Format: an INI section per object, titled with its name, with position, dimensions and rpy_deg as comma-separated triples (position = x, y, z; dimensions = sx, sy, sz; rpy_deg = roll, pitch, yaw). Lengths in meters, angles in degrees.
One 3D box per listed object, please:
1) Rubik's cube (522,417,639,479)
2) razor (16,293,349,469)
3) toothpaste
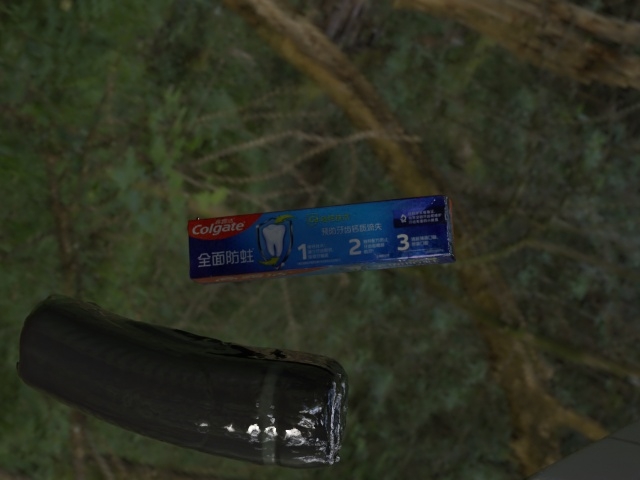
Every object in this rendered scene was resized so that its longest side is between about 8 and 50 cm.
[Rubik's cube]
position = 0.352, 0.305, 0.884
dimensions = 0.344, 0.347, 0.346
rpy_deg = -12, 105, -51
[razor]
position = -0.138, 0.146, 1.391
dimensions = 0.204, 0.349, 0.113
rpy_deg = -30, 133, -83
[toothpaste]
position = 0.000, 0.001, 1.624
dimensions = 0.066, 0.321, 0.076
rpy_deg = 35, 51, -75
